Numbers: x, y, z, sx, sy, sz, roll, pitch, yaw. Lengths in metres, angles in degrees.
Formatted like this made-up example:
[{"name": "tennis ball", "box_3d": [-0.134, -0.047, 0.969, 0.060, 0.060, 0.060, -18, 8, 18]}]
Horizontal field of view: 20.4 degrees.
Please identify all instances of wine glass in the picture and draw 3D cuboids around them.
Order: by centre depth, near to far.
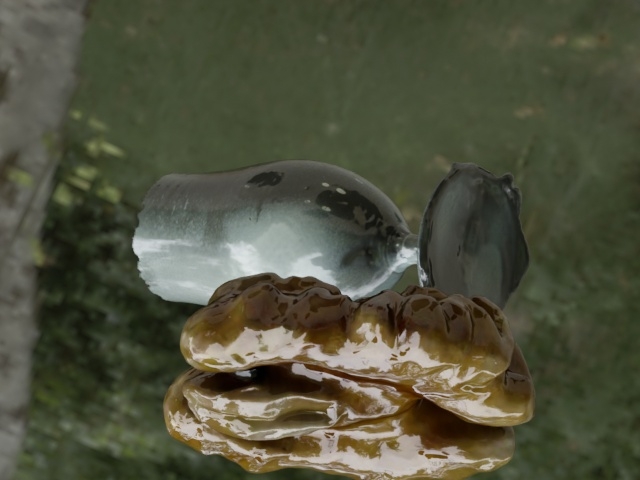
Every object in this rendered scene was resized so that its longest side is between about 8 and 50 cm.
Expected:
[{"name": "wine glass", "box_3d": [0.000, 0.000, 1.021, 0.222, 0.103, 0.103, 4, 157, 37]}]

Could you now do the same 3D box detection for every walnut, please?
[{"name": "walnut", "box_3d": [0.015, 0.060, 0.830, 0.170, 0.069, 0.143, 9, 139, -11]}]
